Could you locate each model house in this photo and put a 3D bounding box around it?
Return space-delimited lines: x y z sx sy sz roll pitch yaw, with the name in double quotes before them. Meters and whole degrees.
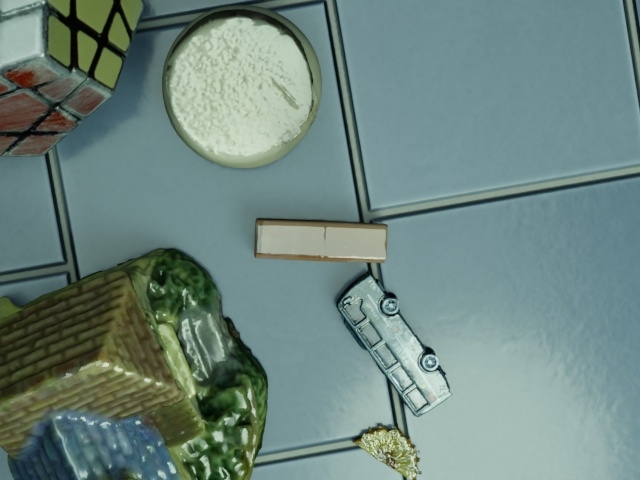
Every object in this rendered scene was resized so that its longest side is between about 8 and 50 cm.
"model house" -0.197 0.176 1.383 0.261 0.266 0.321 -23 93 2

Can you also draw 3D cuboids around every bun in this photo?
"bun" -0.083 -0.165 1.444 0.172 0.120 0.173 0 97 3

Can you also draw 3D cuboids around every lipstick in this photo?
"lipstick" 0.000 0.000 1.492 0.145 0.045 0.045 3 91 -4

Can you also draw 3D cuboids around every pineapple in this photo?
"pineapple" 0.082 0.234 1.518 0.083 0.019 0.045 36 93 -1

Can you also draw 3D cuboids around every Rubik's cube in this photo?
"Rubik's cube" -0.338 -0.236 1.356 0.264 0.319 0.319 -39 94 -27

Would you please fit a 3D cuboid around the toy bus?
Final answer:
"toy bus" 0.082 0.115 1.500 0.065 0.047 0.166 -35 94 3
